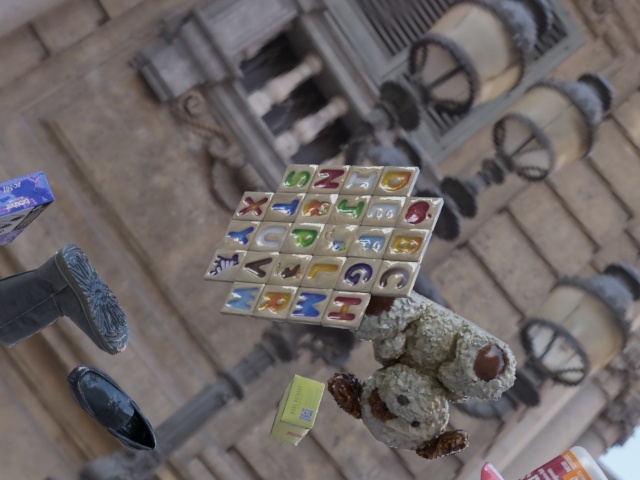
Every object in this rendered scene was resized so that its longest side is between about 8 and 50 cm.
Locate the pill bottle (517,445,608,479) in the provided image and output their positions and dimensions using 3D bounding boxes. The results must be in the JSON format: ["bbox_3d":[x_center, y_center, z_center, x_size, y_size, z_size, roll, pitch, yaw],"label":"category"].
[{"bbox_3d":[0.235,0.340,1.322,0.121,0.221,0.121,59,1,-1],"label":"pill bottle"}]

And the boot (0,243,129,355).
[{"bbox_3d":[-0.400,0.116,1.701,0.209,0.076,0.189,-29,-93,26],"label":"boot"}]

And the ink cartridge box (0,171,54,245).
[{"bbox_3d":[-0.440,-0.030,1.556,0.207,0.097,0.046,-28,-96,56],"label":"ink cartridge box"}]

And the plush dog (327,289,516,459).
[{"bbox_3d":[0.143,0.205,1.737,0.262,0.225,0.210,28,2,10],"label":"plush dog"}]

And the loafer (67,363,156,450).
[{"bbox_3d":[-0.361,0.296,2.029,0.078,0.076,0.223,17,-30,45],"label":"loafer"}]

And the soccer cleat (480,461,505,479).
[{"bbox_3d":[0.136,0.421,1.673,0.318,0.109,0.116,-24,-92,19],"label":"soccer cleat"}]

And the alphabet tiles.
[{"bbox_3d":[0.000,0.000,1.684,0.343,0.285,0.011,4,-36,31],"label":"alphabet tiles"}]

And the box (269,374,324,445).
[{"bbox_3d":[-0.045,0.306,2.053,0.058,0.087,0.232,18,-20,-3],"label":"box"}]
